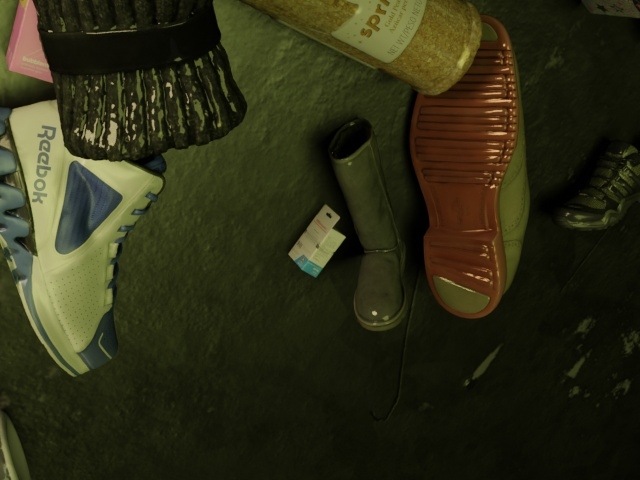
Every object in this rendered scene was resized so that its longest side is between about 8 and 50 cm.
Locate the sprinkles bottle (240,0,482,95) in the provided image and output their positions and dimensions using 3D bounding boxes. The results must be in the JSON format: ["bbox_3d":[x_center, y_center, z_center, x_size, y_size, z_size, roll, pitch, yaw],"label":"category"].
[{"bbox_3d":[0.011,-0.271,0.786,0.355,0.121,0.121,17,106,-33],"label":"sprinkles bottle"}]

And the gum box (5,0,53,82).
[{"bbox_3d":[-0.205,-0.201,0.747,0.188,0.062,0.107,12,108,-31],"label":"gum box"}]

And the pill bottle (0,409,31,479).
[{"bbox_3d":[-0.462,0.292,0.828,0.245,0.130,0.131,-18,122,-18],"label":"pill bottle"}]

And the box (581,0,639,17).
[{"bbox_3d":[0.402,-0.356,0.853,0.142,0.247,0.163,39,94,-26],"label":"box"}]

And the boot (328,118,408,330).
[{"bbox_3d":[0.060,-0.020,0.920,0.076,0.190,0.209,-5,129,9],"label":"boot"}]

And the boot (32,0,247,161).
[{"bbox_3d":[-0.097,-0.209,0.605,0.131,0.347,0.260,-48,128,-57],"label":"boot"}]

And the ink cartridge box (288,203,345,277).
[{"bbox_3d":[0.000,0.000,0.963,0.028,0.048,0.083,32,98,-35],"label":"ink cartridge box"}]

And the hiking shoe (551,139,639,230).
[{"bbox_3d":[0.438,-0.094,1.131,0.226,0.086,0.114,-24,110,-21],"label":"hiking shoe"}]

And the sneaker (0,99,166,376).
[{"bbox_3d":[-0.240,-0.016,0.785,0.182,0.127,0.316,-20,121,-14],"label":"sneaker"}]

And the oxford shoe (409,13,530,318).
[{"bbox_3d":[0.212,-0.101,0.996,0.146,0.140,0.397,-29,126,-49],"label":"oxford shoe"}]
